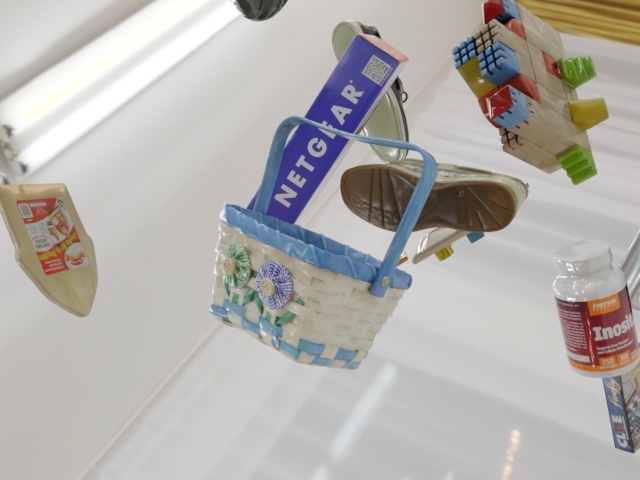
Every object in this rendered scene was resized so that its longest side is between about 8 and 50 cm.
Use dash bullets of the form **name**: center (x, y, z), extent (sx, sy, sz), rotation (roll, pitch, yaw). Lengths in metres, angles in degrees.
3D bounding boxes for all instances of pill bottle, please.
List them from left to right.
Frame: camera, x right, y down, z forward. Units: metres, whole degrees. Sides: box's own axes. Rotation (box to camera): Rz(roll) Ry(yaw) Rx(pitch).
- **pill bottle**: center (0.329, 0.081, 0.935), extent (0.086, 0.086, 0.152), rotation (-37, -66, -52)

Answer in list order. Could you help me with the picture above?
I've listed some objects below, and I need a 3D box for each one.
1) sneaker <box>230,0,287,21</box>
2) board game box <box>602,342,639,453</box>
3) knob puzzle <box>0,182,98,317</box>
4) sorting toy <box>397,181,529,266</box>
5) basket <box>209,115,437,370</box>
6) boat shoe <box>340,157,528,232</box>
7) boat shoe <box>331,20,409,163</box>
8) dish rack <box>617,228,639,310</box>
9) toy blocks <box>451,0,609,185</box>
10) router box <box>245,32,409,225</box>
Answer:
- **sneaker**: center (-0.098, -0.286, 0.652), extent (0.106, 0.101, 0.267), rotation (-50, -32, -22)
- **board game box**: center (0.642, 0.281, 1.503), extent (0.243, 0.042, 0.165), rotation (-21, -77, -34)
- **knob puzzle**: center (-0.366, 0.017, 1.060), extent (0.213, 0.030, 0.213), rotation (-22, -90, -79)
- **sorting toy**: center (0.278, -0.012, 1.580), extent (0.347, 0.047, 0.196), rotation (-32, 4, 20)
- **basket**: center (0.000, 0.000, 0.966), extent (0.201, 0.255, 0.289), rotation (22, -92, -47)
- **boat shoe**: center (0.166, -0.068, 1.173), extent (0.089, 0.285, 0.104), rotation (-34, -52, -52)
- **boat shoe**: center (0.139, -0.338, 1.755), extent (0.113, 0.340, 0.127), rotation (-19, -9, -41)
- **dish rack**: center (0.590, 0.010, 1.076), extent (0.333, 0.285, 0.072), rotation (94, 179, -50)
- **toy blocks**: center (0.361, -0.303, 1.441), extent (0.261, 0.191, 0.381), rotation (18, -125, -37)
- **router box**: center (0.019, -0.188, 1.332), extent (0.335, 0.082, 0.301), rotation (-56, 1, 17)
